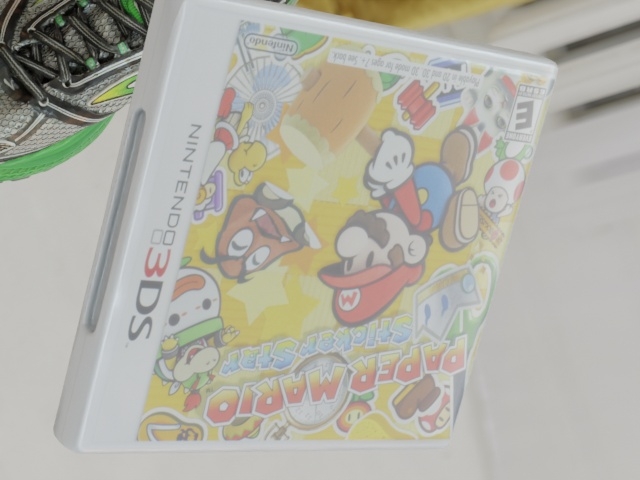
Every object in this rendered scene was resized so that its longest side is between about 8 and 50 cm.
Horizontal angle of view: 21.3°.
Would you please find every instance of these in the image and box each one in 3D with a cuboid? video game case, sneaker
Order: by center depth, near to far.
[{"bbox_3d":[0.000,0.000,0.788,0.227,0.026,0.206,5,106,-40],"label":"video game case"},{"bbox_3d":[-0.153,-0.159,1.219,0.343,0.146,0.134,-32,89,-23],"label":"sneaker"}]
